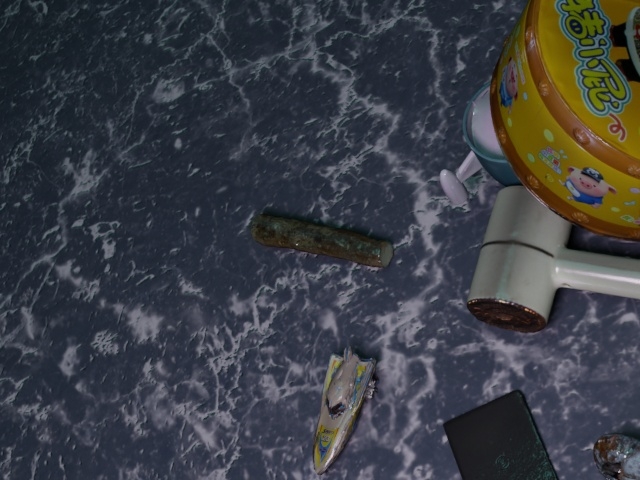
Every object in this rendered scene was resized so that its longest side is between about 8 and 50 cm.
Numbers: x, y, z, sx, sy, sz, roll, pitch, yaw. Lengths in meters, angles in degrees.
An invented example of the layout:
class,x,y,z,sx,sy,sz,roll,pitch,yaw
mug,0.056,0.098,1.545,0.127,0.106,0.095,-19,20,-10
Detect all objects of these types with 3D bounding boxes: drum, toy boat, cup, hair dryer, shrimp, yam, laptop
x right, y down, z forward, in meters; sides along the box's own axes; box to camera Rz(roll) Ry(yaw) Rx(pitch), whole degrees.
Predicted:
class,x,y,z,sx,sy,sz,roll,pitch,yaw
drum,0.464,-0.228,1.640,0.431,0.214,0.431,3,68,-8
toy boat,0.031,0.274,1.835,0.084,0.066,0.210,7,69,34
cup,0.328,-0.150,1.824,0.300,0.173,0.167,-33,51,7
hair dryer,0.413,0.045,1.717,0.362,0.128,0.203,9,68,25
shrimp,0.470,0.328,1.546,0.233,0.079,0.090,25,41,32
yam,0.000,0.000,2.009,0.274,0.061,0.061,12,71,33
laptop,0.270,0.329,1.699,0.135,0.016,0.197,-27,55,14
